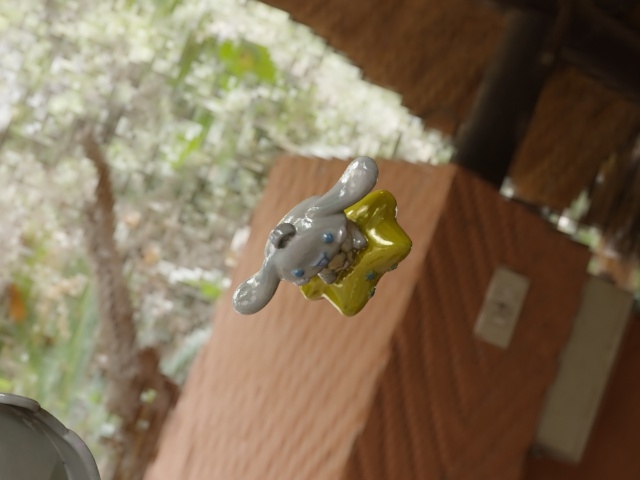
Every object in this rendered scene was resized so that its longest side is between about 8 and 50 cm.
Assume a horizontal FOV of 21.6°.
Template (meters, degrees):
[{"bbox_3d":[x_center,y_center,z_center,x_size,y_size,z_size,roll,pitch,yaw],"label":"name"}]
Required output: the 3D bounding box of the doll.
[{"bbox_3d":[0.005,-0.006,1.139,0.113,0.135,0.071,-11,51,-38],"label":"doll"}]

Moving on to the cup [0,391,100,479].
[{"bbox_3d":[-0.336,0.184,1.298,0.258,0.219,0.289,3,-62,47],"label":"cup"}]
